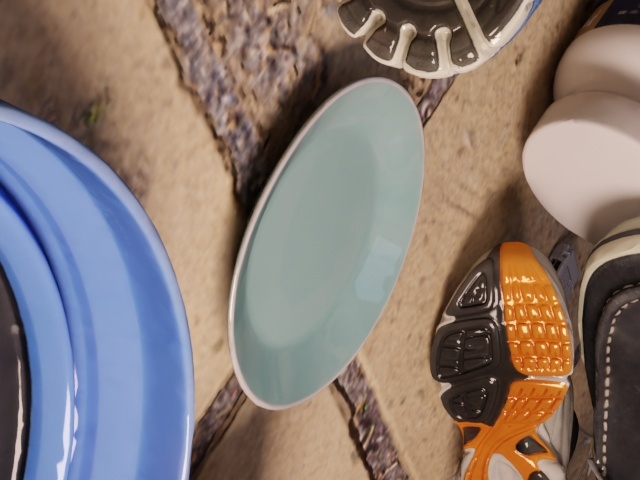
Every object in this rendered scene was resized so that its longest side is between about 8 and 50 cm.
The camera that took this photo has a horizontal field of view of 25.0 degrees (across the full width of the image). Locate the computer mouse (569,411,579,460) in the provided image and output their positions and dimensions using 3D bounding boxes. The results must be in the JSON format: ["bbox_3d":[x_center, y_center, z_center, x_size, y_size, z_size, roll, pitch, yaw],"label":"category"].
[{"bbox_3d":[0.144,0.233,1.152,0.041,0.071,0.242,42,69,-26],"label":"computer mouse"}]

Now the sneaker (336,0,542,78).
[{"bbox_3d":[0.098,-0.240,0.707,0.147,0.130,0.330,-14,126,-75],"label":"sneaker"}]

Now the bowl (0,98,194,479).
[{"bbox_3d":[-0.188,0.132,0.467,0.391,0.077,0.391,-40,141,-43],"label":"bowl"}]

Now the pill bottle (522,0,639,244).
[{"bbox_3d":[0.257,-0.123,1.018,0.265,0.153,0.153,-52,149,-29],"label":"pill bottle"}]

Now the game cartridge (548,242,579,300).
[{"bbox_3d":[0.181,0.049,1.153,0.083,0.017,0.056,-59,148,-19],"label":"game cartridge"}]

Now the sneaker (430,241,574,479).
[{"bbox_3d":[0.139,0.094,1.049,0.121,0.099,0.262,-69,160,-49],"label":"sneaker"}]

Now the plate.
[{"bbox_3d":[0.000,0.000,0.776,0.188,0.024,0.188,-40,142,-42],"label":"plate"}]

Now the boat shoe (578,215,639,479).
[{"bbox_3d":[0.281,0.206,1.014,0.156,0.187,0.500,-55,138,-46],"label":"boat shoe"}]
